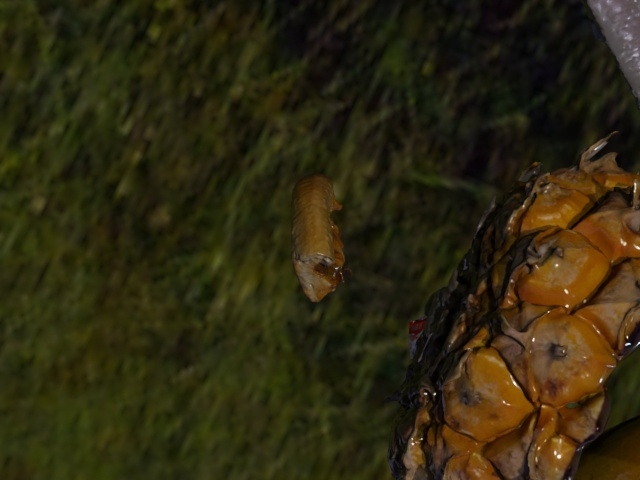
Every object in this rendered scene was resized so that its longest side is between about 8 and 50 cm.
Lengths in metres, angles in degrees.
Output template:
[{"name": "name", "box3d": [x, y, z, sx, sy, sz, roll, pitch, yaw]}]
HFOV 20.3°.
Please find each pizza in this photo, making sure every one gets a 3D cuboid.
[{"name": "pizza", "box3d": [-0.001, -0.005, 1.936, 0.056, 0.134, 0.271, -12, -178, 3]}]

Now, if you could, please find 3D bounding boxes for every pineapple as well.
[{"name": "pineapple", "box3d": [0.086, 0.047, 0.812, 0.076, 0.225, 0.225, 25, 165, -5]}]

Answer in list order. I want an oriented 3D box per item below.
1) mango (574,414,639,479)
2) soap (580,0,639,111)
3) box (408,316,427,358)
[{"name": "mango", "box3d": [0.318, 0.252, 1.635, 0.211, 0.173, 0.317, 29, 129, -26]}, {"name": "soap", "box3d": [0.292, -0.236, 1.173, 0.285, 0.296, 0.107, 39, -155, -60]}, {"name": "box", "box3d": [0.197, 0.101, 1.787, 0.218, 0.040, 0.055, 3, 169, -20]}]
